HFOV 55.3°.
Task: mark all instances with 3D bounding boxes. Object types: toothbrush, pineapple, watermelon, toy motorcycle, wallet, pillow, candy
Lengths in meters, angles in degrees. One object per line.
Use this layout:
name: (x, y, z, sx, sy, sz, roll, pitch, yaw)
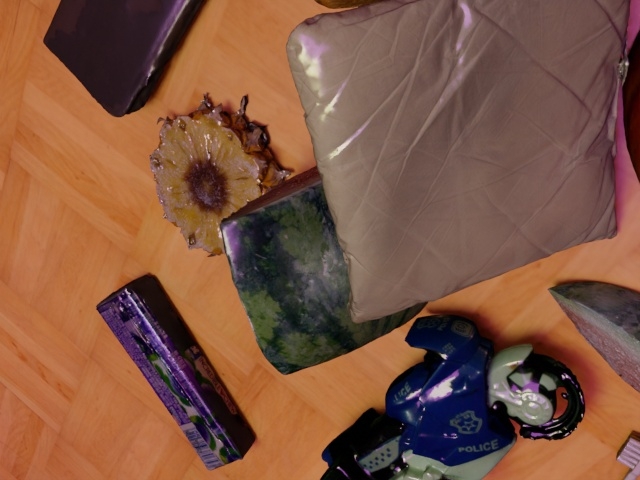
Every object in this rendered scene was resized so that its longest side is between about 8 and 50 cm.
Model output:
toothbrush: (0.312, 0.357, 0.731, 0.030, 0.025, 0.343, 26, 121, 23)
pineapple: (-0.131, -0.075, 0.759, 0.221, 0.047, 0.221, 11, 115, 24)
watermelon: (0.307, 0.101, 0.598, 0.180, 0.081, 0.094, 53, 148, 18)
toy motorcycle: (0.128, 0.209, 0.711, 0.196, 0.125, 0.331, 46, 121, 5)
wallet: (-0.210, -0.298, 0.701, 0.165, 0.042, 0.309, 44, 121, 3)
pillow: (0.127, -0.078, 0.506, 0.274, 0.076, 0.281, -20, 125, -7)
watermelon: (0.000, 0.000, 0.647, 0.201, 0.261, 0.213, 20, 128, 52)
candy: (-0.212, 0.201, 0.915, 0.088, 0.061, 0.313, -27, 99, 33)

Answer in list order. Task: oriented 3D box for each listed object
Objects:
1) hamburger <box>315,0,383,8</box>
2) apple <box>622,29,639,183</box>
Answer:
hamburger: (0.062, -0.263, 0.490, 0.181, 0.191, 0.118, -16, 98, 12)
apple: (0.360, -0.104, 0.441, 0.179, 0.254, 0.346, 1, 123, -20)
